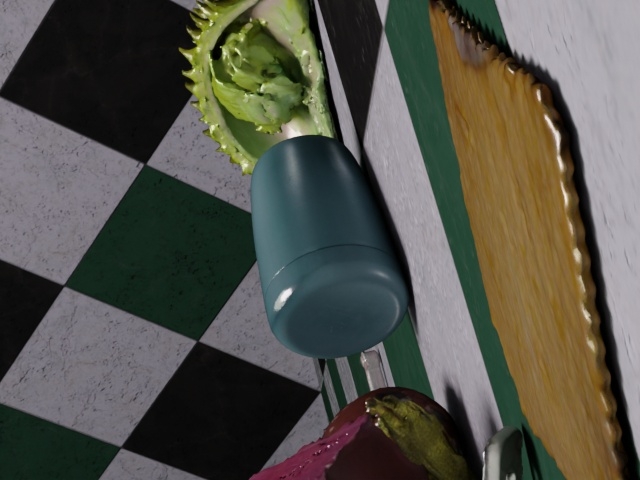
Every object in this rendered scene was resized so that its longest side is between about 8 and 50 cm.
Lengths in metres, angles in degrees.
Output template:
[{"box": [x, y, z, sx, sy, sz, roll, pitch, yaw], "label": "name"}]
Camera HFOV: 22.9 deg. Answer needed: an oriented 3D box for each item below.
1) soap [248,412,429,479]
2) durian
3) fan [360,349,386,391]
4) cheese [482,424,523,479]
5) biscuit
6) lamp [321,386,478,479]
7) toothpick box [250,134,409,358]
[{"box": [0.053, 0.274, 1.089, 0.289, 0.112, 0.182, 50, 140, -8], "label": "soap"}, {"box": [-0.037, -0.181, 1.556, 0.169, 0.157, 0.355, 26, 145, 34], "label": "durian"}, {"box": [0.090, 0.259, 1.829, 0.057, 0.023, 0.282, -69, -36, -81], "label": "fan"}, {"box": [0.110, 0.232, 0.957, 0.127, 0.054, 0.251, -29, -58, -54], "label": "cheese"}, {"box": [0.098, 0.013, 0.748, 0.232, 0.013, 0.237, -116, 12, -69], "label": "biscuit"}, {"box": [0.060, 0.195, 1.220, 0.157, 0.135, 0.156, 4, -73, -70], "label": "lamp"}, {"box": [0.000, 0.000, 1.364, 0.120, 0.120, 0.184, 79, 177, -49], "label": "toothpick box"}]
